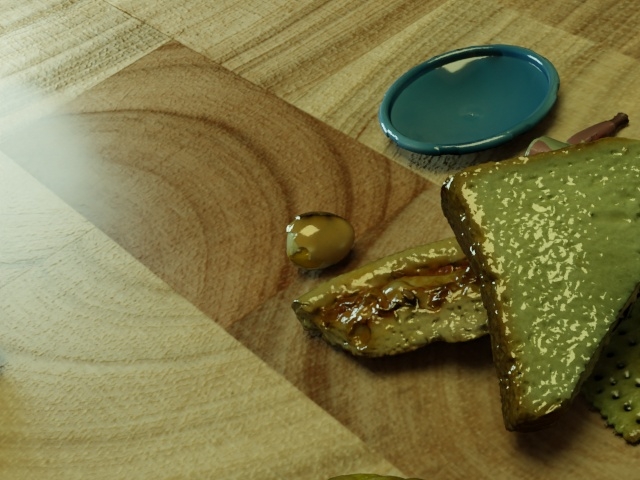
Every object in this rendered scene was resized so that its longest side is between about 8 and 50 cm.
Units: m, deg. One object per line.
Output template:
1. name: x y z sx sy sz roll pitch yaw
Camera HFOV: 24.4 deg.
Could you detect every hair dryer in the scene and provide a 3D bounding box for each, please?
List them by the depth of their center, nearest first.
1. hair dryer: 0.330 -0.117 1.809 0.106 0.054 0.154 19 47 35

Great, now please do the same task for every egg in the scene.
1. egg: 0.000 0.000 1.787 0.083 0.071 0.071 -3 38 1

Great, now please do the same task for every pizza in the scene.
1. pizza: 0.138 0.057 1.630 0.365 0.074 0.182 -9 23 21

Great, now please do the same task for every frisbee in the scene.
1. frisbee: 0.196 -0.178 1.942 0.242 0.045 0.242 -13 37 10

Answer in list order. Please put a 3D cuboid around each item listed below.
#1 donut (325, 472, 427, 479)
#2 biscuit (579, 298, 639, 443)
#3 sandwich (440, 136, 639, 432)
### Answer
1. donut: 0.064 0.319 1.302 0.208 0.128 0.261 -31 38 -17
2. biscuit: 0.313 0.117 1.543 0.139 0.016 0.231 -25 37 -10
3. sandwich: 0.272 0.038 1.506 0.254 0.100 0.289 -7 68 -11
